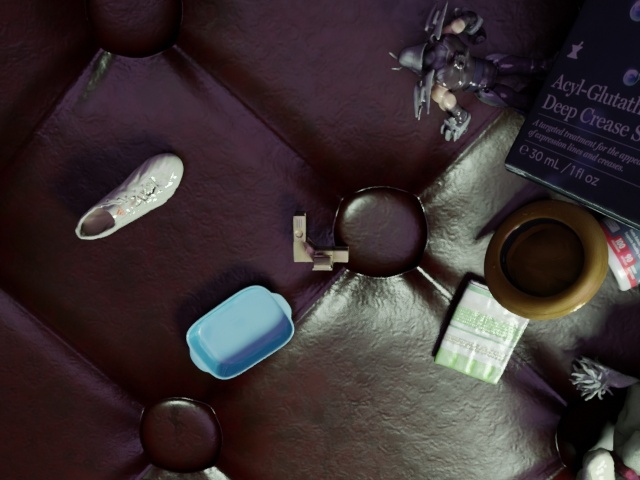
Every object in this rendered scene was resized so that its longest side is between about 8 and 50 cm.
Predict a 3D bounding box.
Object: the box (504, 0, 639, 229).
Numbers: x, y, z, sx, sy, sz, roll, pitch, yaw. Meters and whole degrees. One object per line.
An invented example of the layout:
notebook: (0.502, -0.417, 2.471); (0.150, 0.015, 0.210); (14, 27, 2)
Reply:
box: (0.462, -0.190, 0.883); (0.211, 0.293, 0.396); (17, 103, -38)

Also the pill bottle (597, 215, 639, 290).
pill bottle: (0.488, -0.015, 1.076); (0.180, 0.108, 0.108); (-30, 101, 12)

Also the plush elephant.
plush elephant: (0.491, 0.351, 1.107); (0.329, 0.271, 0.256); (22, 94, 28)

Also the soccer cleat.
soccer cleat: (-0.290, -0.061, 1.145); (0.196, 0.076, 0.068); (-35, 100, 13)

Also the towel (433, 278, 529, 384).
towel: (0.257, 0.145, 1.189); (0.113, 0.023, 0.152); (21, 109, 1)

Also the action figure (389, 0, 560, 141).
action figure: (0.230, -0.222, 1.032); (0.284, 0.099, 0.186); (11, 93, -7)

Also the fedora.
fedora: (0.335, 0.035, 1.092); (0.194, 0.194, 0.079); (-47, 134, 15)

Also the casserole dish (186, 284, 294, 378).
casserole dish: (-0.127, 0.144, 1.211); (0.188, 0.037, 0.114); (-34, 101, 14)

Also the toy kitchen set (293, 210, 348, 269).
toy kitchen set: (0.000, 0.000, 1.142); (0.083, 0.068, 0.075); (0, 106, 4)
